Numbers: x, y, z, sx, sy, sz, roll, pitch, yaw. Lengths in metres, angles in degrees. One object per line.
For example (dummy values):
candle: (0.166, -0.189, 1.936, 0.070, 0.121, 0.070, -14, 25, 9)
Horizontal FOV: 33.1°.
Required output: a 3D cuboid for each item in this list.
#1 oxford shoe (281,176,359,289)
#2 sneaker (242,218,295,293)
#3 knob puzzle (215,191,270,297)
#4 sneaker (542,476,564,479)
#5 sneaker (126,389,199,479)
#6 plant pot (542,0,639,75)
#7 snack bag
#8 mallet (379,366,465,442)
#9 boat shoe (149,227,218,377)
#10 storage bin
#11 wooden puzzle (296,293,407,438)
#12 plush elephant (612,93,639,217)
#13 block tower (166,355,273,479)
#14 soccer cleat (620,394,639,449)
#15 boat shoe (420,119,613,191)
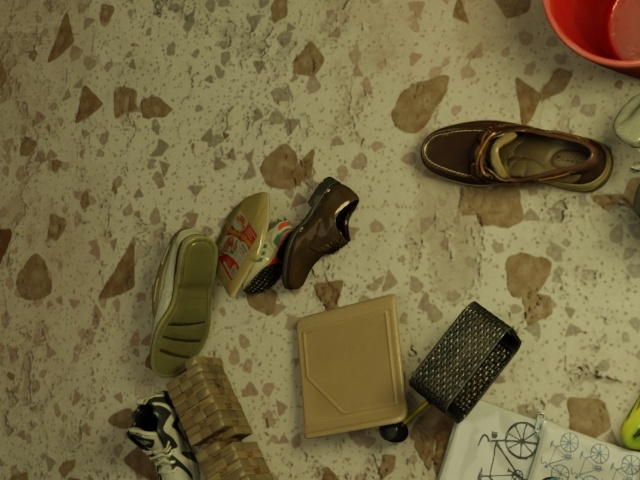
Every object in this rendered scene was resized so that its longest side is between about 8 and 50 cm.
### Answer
oxford shoe: (0.000, 0.000, 2.020, 0.096, 0.083, 0.227, 31, 99, 25)
sneaker: (-0.104, 0.029, 2.096, 0.161, 0.057, 0.075, -54, 45, 14)
knob puzzle: (-0.142, -0.006, 2.093, 0.213, 0.030, 0.213, -38, 40, 42)
sneaker: (0.385, 0.453, 1.702, 0.063, 0.073, 0.162, -23, 73, 25)
sneaker: (-0.317, 0.408, 2.095, 0.094, 0.153, 0.234, -5, 80, 29)
plant pot: (0.514, -0.371, 1.693, 0.275, 0.243, 0.274, -5, 80, 28)
snack bag: (0.335, 0.447, 1.794, 0.343, 0.037, 0.323, 18, 92, 30)
mallet: (0.187, 0.292, 1.904, 0.190, 0.062, 0.039, -39, 64, 3)
boat shoe: (-0.280, 0.122, 2.152, 0.103, 0.113, 0.302, 33, 108, 56)
storage bin: (0.244, 0.205, 1.811, 0.084, 0.122, 0.180, 36, 85, 28)
wooden puzzle: (0.057, 0.231, 1.959, 0.221, 0.044, 0.238, -17, 64, 32)
plush elephant: (0.589, -0.138, 1.610, 0.272, 0.330, 0.255, -8, 56, 48)
block tower: (-0.185, 0.390, 2.060, 0.097, 0.091, 0.335, -33, 68, 20)
soccer cleat: (0.562, 0.201, 1.690, 0.289, 0.093, 0.121, -58, 31, 15)
boat shoe: (0.317, -0.151, 1.839, 0.342, 0.123, 0.123, 11, 88, 30)
